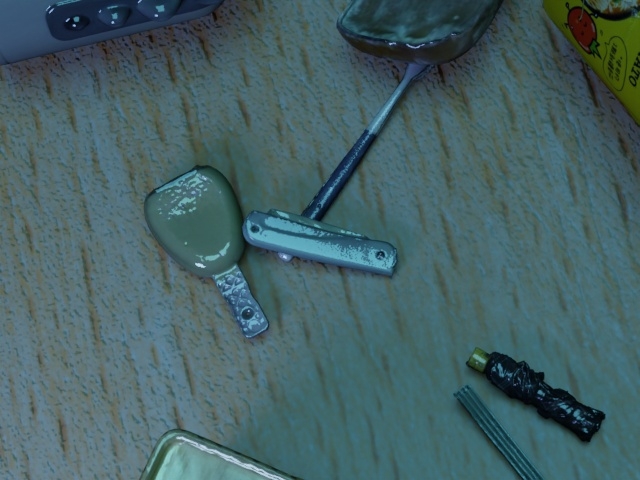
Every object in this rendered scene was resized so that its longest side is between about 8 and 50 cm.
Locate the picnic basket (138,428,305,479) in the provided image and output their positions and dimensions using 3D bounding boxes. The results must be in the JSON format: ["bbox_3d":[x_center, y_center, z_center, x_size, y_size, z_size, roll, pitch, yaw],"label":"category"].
[{"bbox_3d":[-0.032,0.339,1.379,0.312,0.175,0.228,20,73,16],"label":"picnic basket"}]

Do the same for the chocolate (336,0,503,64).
[{"bbox_3d":[0.137,-0.276,1.632,0.157,0.080,0.254,14,60,29],"label":"chocolate"}]

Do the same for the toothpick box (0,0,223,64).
[{"bbox_3d":[-0.223,-0.308,1.612,0.316,0.229,0.229,-12,69,-2],"label":"toothpick box"}]

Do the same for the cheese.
[{"bbox_3d":[-0.107,0.016,1.574,0.097,0.037,0.192,-28,69,-4],"label":"cheese"}]

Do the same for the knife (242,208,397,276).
[{"bbox_3d":[0.000,0.000,1.564,0.162,0.023,0.044,13,72,-2],"label":"knife"}]

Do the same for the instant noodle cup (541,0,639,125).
[{"bbox_3d":[0.386,-0.239,1.493,0.325,0.325,0.254,-37,62,-9],"label":"instant noodle cup"}]

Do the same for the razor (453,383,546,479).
[{"bbox_3d":[0.195,0.217,1.472,0.068,0.037,0.191,-38,69,-4],"label":"razor"}]

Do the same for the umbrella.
[{"bbox_3d":[0.210,0.147,1.496,0.144,0.037,0.040,30,88,12],"label":"umbrella"}]

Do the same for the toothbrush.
[{"bbox_3d":[0.041,-0.095,1.611,0.024,0.026,0.288,31,77,16],"label":"toothbrush"}]
